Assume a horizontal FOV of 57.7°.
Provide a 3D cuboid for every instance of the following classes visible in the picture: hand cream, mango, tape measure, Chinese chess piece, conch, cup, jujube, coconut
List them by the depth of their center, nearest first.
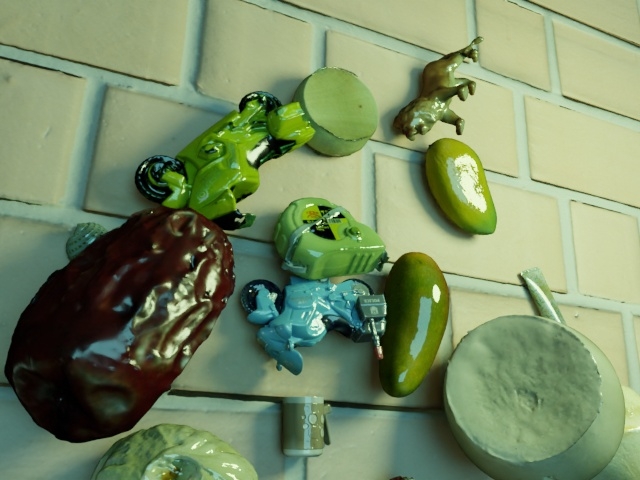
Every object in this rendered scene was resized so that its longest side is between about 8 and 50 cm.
[{"bbox_3d":[-0.282,0.107,0.857,0.258,0.258,0.376,33,57,-12],"label":"jujube"},{"bbox_3d":[-0.379,0.013,0.954,0.076,0.056,0.085,-36,90,-17],"label":"conch"},{"bbox_3d":[-0.027,0.325,1.018,0.074,0.102,0.099,-4,73,14],"label":"cup"},{"bbox_3d":[0.000,0.000,1.092,0.200,0.106,0.175,-10,49,-29],"label":"tape measure"},{"bbox_3d":[0.174,0.160,1.116,0.129,0.146,0.288,18,73,-6],"label":"mango"},{"bbox_3d":[0.579,0.410,1.169,0.241,0.241,0.241,8,71,-23],"label":"coconut"},{"bbox_3d":[0.030,-0.268,1.223,0.189,0.083,0.188,9,67,-22],"label":"Chinese chess piece"},{"bbox_3d":[0.312,-0.118,1.300,0.137,0.091,0.237,-14,80,-22],"label":"mango"},{"bbox_3d":[0.525,0.154,1.340,0.067,0.042,0.194,-14,76,-27],"label":"hand cream"}]

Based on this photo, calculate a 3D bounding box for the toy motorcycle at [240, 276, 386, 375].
[{"bbox_3d":[-0.003,0.147,1.045,0.273,0.123,0.182,0,59,-18],"label":"toy motorcycle"}]

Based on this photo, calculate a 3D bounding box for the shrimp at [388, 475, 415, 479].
[{"bbox_3d":[0.096,0.594,0.932,0.221,0.166,0.410,61,23,-45],"label":"shrimp"}]

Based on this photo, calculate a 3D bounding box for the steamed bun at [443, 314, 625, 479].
[{"bbox_3d":[0.393,0.302,1.087,0.206,0.325,0.324,51,52,-47],"label":"steamed bun"}]

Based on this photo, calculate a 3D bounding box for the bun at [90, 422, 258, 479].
[{"bbox_3d":[-0.216,0.354,0.827,0.244,0.153,0.243,2,39,-2],"label":"bun"}]

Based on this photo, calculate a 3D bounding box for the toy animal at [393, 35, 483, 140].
[{"bbox_3d":[0.270,-0.342,1.340,0.158,0.097,0.312,9,56,21],"label":"toy animal"}]

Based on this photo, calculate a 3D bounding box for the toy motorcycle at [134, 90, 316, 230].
[{"bbox_3d":[-0.150,-0.140,1.061,0.342,0.142,0.206,-42,95,-28],"label":"toy motorcycle"}]
